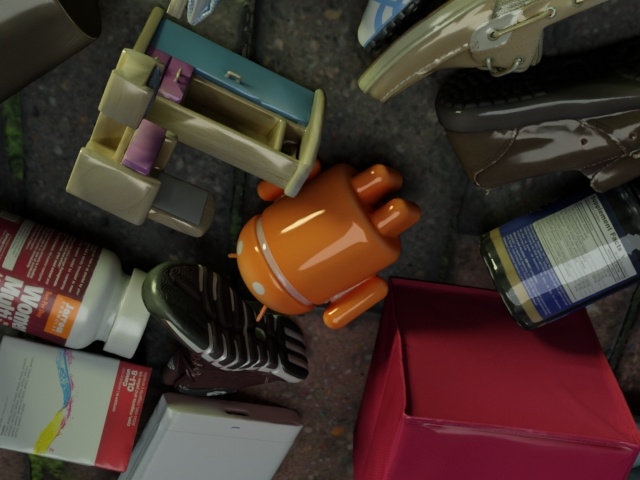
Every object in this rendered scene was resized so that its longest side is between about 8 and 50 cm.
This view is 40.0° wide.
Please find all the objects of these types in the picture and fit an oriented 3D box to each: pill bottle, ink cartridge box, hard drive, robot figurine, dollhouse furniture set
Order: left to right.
[{"bbox_3d":[-0.303,0.051,0.999,0.221,0.121,0.121,22,119,-12],"label":"pill bottle"},{"bbox_3d":[-0.306,0.193,1.050,0.176,0.128,0.128,15,79,-13],"label":"ink cartridge box"},{"bbox_3d":[-0.177,0.340,1.158,0.203,0.040,0.308,16,113,-35],"label":"hard drive"},{"bbox_3d":[-0.045,-0.190,0.757,0.198,0.286,0.303,23,130,-13],"label":"dollhouse furniture set"},{"bbox_3d":[0.001,0.002,0.963,0.219,0.128,0.158,-31,117,18],"label":"robot figurine"},{"bbox_3d":[0.297,0.003,0.966,0.219,0.123,0.123,-27,117,15],"label":"pill bottle"}]

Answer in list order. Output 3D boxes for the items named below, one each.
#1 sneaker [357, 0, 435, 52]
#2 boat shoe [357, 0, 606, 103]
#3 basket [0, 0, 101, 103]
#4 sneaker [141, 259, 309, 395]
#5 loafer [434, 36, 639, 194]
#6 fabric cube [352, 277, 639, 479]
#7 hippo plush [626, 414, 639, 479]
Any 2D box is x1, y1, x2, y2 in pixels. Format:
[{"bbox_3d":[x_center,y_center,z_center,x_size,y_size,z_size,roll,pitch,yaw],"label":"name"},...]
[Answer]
[{"bbox_3d":[0.093,-0.287,0.826,0.086,0.085,0.237,37,122,9],"label":"sneaker"},{"bbox_3d":[0.178,-0.206,0.841,0.302,0.109,0.098,-31,97,12],"label":"boat shoe"},{"bbox_3d":[-0.340,-0.209,0.831,0.226,0.154,0.204,-22,121,9],"label":"basket"},{"bbox_3d":[-0.147,0.126,1.018,0.162,0.107,0.281,-22,144,24],"label":"sneaker"},{"bbox_3d":[0.306,-0.124,0.898,0.365,0.134,0.130,-3,126,14],"label":"loafer"},{"bbox_3d":[0.183,0.232,1.026,0.254,0.259,0.258,9,121,-4],"label":"fabric cube"},{"bbox_3d":[0.431,0.329,1.139,0.234,0.294,0.237,18,149,18],"label":"hippo plush"}]
